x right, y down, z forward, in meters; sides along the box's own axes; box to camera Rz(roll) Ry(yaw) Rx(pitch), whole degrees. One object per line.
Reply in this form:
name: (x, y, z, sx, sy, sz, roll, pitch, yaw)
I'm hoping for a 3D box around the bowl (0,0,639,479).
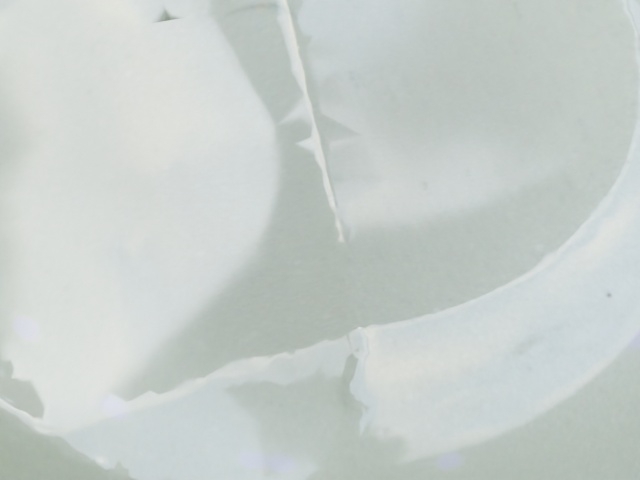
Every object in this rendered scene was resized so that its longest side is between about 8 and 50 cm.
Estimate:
bowl: (0.000, 0.000, 0.339, 0.237, 0.126, 0.238, 0, 129, 0)
